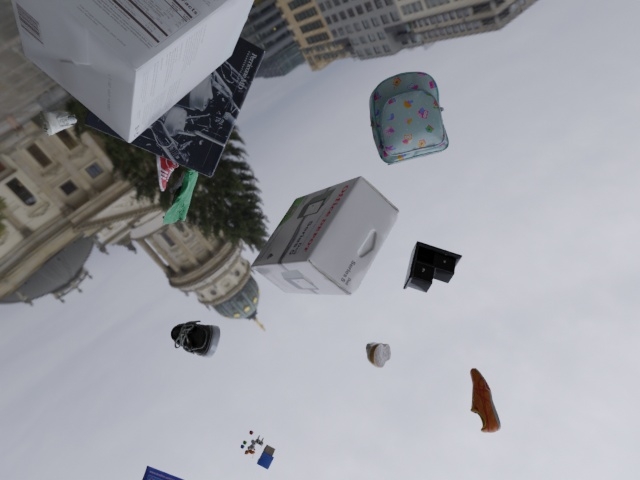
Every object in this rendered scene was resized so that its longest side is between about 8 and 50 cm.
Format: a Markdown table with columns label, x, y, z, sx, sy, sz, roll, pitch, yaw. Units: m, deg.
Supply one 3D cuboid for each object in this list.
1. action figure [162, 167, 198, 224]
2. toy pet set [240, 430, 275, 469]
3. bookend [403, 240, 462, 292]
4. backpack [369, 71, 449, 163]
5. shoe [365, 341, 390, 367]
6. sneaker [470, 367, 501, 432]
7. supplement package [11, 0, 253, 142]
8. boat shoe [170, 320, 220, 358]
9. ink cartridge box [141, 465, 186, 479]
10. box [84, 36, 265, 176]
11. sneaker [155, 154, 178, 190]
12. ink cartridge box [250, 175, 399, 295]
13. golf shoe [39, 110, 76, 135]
| label | x | y | z | sx | sy | sz | roll | pitch | yaw |
| --- | --- | --- | --- | --- | --- | --- | --- | --- | --- |
| action figure | -0.474 | -0.171 | 1.565 | 0.232 | 0.063 | 0.137 | -61 | 176 | 22 |
| toy pet set | -0.215 | 0.712 | 1.519 | 0.122 | 0.114 | 0.065 | -64 | 178 | 37 |
| bookend | 0.365 | 0.102 | 1.481 | 0.156 | 0.072 | 0.157 | 19 | -127 | 5 |
| backpack | 0.191 | -0.275 | 1.010 | 0.165 | 0.188 | 0.144 | -12 | -175 | 8 |
| shoe | 0.174 | 0.360 | 1.437 | 0.058 | 0.219 | 0.077 | -4 | -102 | 19 |
| sneaker | 0.445 | 0.443 | 1.269 | 0.067 | 0.064 | 0.175 | -13 | -121 | 6 |
| supplement package | -0.259 | -0.329 | 0.664 | 0.263 | 0.198 | 0.199 | -54 | -169 | -27 |
| boat shoe | -0.431 | 0.323 | 1.539 | 0.306 | 0.105 | 0.113 | -1 | -109 | 59 |
| ink cartridge box | -0.204 | 0.491 | 0.648 | 0.065 | 0.185 | 0.311 | -46 | -157 | 25 |
| box | -0.357 | -0.384 | 1.138 | 0.343 | 0.312 | 0.179 | -65 | -156 | 8 |
| sneaker | -0.468 | -0.210 | 1.401 | 0.067 | 0.118 | 0.042 | -7 | -152 | -20 |
| ink cartridge box | 0.000 | 0.000 | 0.916 | 0.198 | 0.114 | 0.273 | -58 | -158 | -21 |
| golf shoe | -0.777 | -0.359 | 1.355 | 0.086 | 0.069 | 0.176 | -12 | -152 | -16 |
